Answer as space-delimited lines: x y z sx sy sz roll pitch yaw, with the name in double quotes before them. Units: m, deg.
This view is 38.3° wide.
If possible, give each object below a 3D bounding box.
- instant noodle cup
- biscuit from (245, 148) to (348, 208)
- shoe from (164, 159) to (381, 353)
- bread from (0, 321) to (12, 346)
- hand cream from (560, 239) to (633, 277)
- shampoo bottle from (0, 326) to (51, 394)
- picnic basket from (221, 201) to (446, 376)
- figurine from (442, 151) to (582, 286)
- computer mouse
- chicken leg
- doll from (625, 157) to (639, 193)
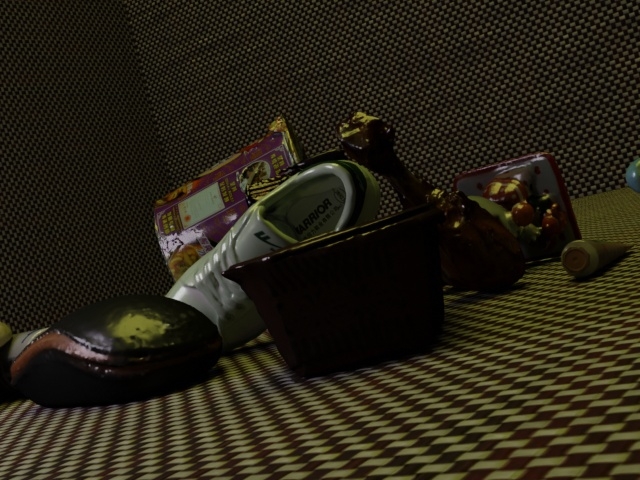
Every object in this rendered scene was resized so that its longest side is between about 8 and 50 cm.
"instant noodle cup" -0.112 -0.012 1.559 0.265 0.340 0.340 -22 0 5
"biscuit" -0.006 0.003 1.285 0.151 0.236 0.063 -18 9 -2
"shoe" -0.078 0.027 1.172 0.363 0.132 0.160 -40 -9 4
"bread" -0.587 0.199 1.318 0.316 0.054 0.316 -28 13 7
"hand cream" 0.333 0.018 1.126 0.067 0.043 0.209 -11 -3 28
"shampoo bottle" -0.471 0.189 1.405 0.092 0.092 0.303 -15 1 -41
"picnic basket" 0.036 0.049 0.954 0.222 0.129 0.297 -16 0 11
"figurine" 0.225 -0.009 1.305 0.183 0.160 0.226 -15 8 43
"computer mouse" -0.251 0.128 1.118 0.323 0.116 0.182 -14 -2 44
"chicken leg" 0.129 -0.039 1.126 0.113 0.304 0.093 -26 28 55
"doll" 0.528 -0.107 0.953 0.365 0.187 0.376 -4 -11 36
